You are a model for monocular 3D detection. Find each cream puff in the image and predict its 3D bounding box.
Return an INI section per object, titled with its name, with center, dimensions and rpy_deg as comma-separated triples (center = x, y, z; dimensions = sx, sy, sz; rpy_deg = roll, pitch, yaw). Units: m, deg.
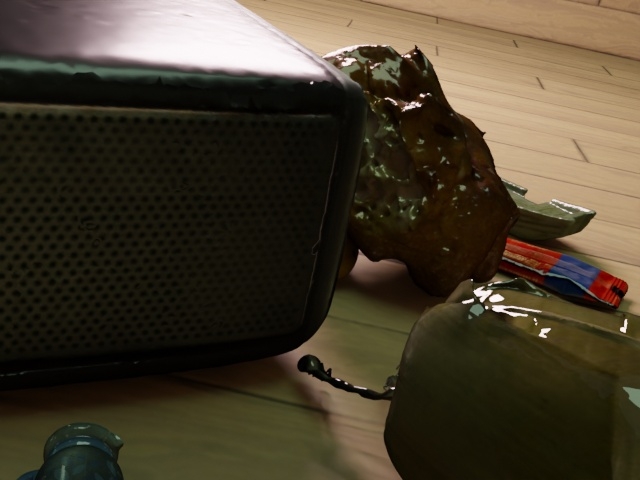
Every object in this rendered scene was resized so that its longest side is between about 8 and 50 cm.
[cream puff]
center = 0.082, -0.075, 0.796
dimensions = 0.269, 0.155, 0.241
rpy_deg = 49, 22, -19

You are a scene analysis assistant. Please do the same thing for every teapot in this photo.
[teapot]
center = -0.134, 0.145, 0.430
dimensions = 0.049, 0.063, 0.083
rpy_deg = 37, 11, -25

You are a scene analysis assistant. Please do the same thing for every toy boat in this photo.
[toy boat]
center = 0.208, -0.068, 1.034
dimensions = 0.093, 0.055, 0.293
rpy_deg = -13, 34, -42

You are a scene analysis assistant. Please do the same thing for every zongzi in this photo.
[zongzi]
center = 0.118, 0.152, 0.372
dimensions = 0.447, 0.181, 0.418
rpy_deg = 20, 26, 23

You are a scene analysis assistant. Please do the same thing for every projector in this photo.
[projector]
center = -0.233, -0.076, 0.626
dimensions = 0.405, 0.242, 0.395
rpy_deg = -2, 29, -27

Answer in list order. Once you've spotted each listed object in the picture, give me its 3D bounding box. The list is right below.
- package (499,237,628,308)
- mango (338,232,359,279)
[package]
center = 0.233, 0.025, 0.879
dimensions = 0.200, 0.022, 0.083
rpy_deg = 22, 26, 24
[mango]
center = 0.000, 0.000, 0.787
dimensions = 0.079, 0.057, 0.114
rpy_deg = 16, 27, -13
